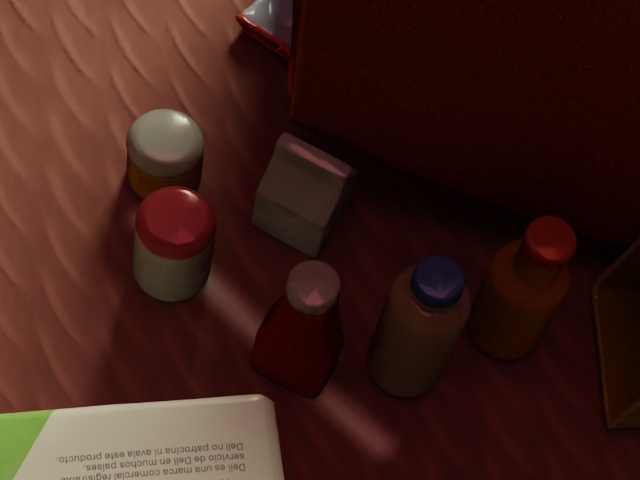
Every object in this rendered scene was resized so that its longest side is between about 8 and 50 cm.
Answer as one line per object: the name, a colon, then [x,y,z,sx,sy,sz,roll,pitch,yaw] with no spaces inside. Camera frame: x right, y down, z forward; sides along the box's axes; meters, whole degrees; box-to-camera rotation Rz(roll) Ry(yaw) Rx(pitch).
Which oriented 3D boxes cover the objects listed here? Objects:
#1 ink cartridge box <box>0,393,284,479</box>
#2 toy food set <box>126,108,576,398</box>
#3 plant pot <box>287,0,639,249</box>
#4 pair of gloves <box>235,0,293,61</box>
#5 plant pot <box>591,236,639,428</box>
ink cartridge box: [-0.104,0.213,0.653,0.198,0.114,0.272,-3,62,-9]
toy food set: [0.000,0.000,0.786,0.232,0.104,0.111,28,62,7]
plant pot: [0.108,-0.168,0.793,0.236,0.267,0.267,4,58,-4]
pair of gloves: [-0.037,-0.190,0.929,0.198,0.023,0.159,32,62,8]
plant pot: [0.192,0.046,0.806,0.083,0.081,0.081,8,61,-15]
